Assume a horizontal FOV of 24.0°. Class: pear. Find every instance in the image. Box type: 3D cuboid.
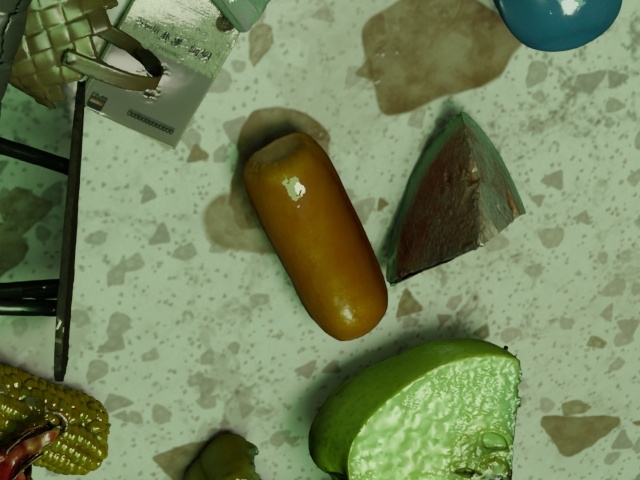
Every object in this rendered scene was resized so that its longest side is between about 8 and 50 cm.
[{"bbox_3d":[0.112,0.257,1.862,0.292,0.159,0.292,-3,99,-18],"label":"pear"}]

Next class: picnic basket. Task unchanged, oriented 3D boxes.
[{"bbox_3d":[-0.237,-0.195,1.471,0.178,0.128,0.138,23,115,-29],"label":"picnic basket"}]

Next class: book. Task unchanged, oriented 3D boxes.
[{"bbox_3d":[-0.168,-0.199,1.622,0.127,0.014,0.181,24,105,-29],"label":"book"}]

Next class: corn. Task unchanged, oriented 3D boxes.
[{"bbox_3d":[-0.372,0.182,1.688,0.313,0.102,0.102,26,104,-29],"label":"corn"}]

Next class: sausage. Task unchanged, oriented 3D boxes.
[{"bbox_3d":[-0.001,0.000,1.736,0.105,0.105,0.274,-29,121,-5],"label":"sausage"}]

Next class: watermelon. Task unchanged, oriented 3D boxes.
[{"bbox_3d":[0.140,-0.033,1.750,0.207,0.202,0.136,-45,83,2],"label":"watermelon"}]

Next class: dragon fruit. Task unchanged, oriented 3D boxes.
[{"bbox_3d":[-0.348,0.254,1.647,0.094,0.094,0.190,32,94,-30],"label":"dragon fruit"}]

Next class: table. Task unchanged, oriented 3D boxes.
[{"bbox_3d":[-0.378,0.014,1.544,0.249,0.317,0.317,4,114,-8],"label":"table"}]

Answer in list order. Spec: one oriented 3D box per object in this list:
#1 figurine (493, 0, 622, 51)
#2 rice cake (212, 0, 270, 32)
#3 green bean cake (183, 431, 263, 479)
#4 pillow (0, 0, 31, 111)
[{"bbox_3d":[0.242,-0.406,1.580,0.298,0.243,0.416,-25,142,-18],"label":"figurine"},{"bbox_3d":[-0.121,-0.312,1.545,0.080,0.042,0.222,-52,132,-9],"label":"rice cake"},{"bbox_3d":[-0.074,0.377,1.884,0.236,0.124,0.233,25,105,-28],"label":"green bean cake"},{"bbox_3d":[-0.425,-0.231,1.379,0.326,0.101,0.228,25,113,9],"label":"pillow"}]
